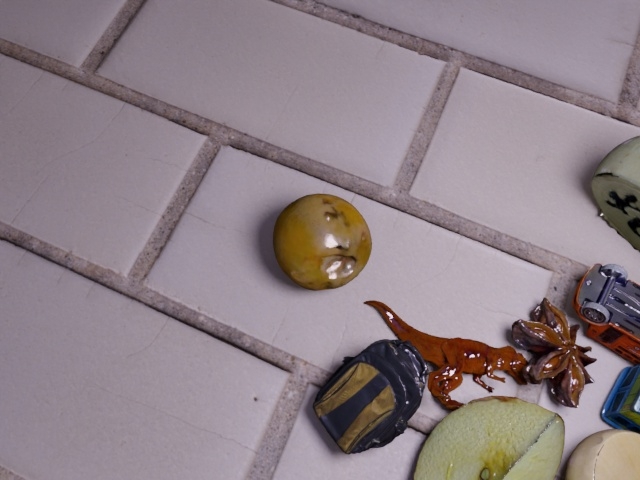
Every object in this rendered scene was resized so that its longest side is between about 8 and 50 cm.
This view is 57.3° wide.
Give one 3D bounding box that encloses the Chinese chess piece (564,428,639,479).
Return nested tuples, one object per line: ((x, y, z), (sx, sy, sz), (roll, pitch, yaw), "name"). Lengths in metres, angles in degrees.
((0.624, 0.519, 1.203), (0.250, 0.097, 0.251), (7, 66, -17), "Chinese chess piece")

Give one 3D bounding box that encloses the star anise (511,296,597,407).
((0.524, 0.260, 1.337), (0.214, 0.099, 0.220), (38, 54, 9), "star anise")

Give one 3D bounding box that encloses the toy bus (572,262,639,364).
((0.726, 0.197, 1.327), (0.329, 0.153, 0.143), (32, 63, 14), "toy bus")

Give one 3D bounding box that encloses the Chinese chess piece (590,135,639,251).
((0.788, -0.078, 1.336), (0.146, 0.349, 0.349), (-43, 73, 1), "Chinese chess piece")

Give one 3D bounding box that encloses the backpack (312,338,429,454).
((0.124, 0.330, 1.286), (0.258, 0.133, 0.206), (-48, 68, 16), "backpack")

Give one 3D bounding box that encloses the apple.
((0.351, 0.476, 1.212), (0.254, 0.179, 0.346), (39, 85, 6), "apple")

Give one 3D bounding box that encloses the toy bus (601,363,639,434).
((0.791, 0.394, 1.231), (0.312, 0.190, 0.152), (33, 72, 14), "toy bus")

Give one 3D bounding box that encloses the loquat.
((0.000, 0.000, 1.399), (0.243, 0.244, 0.244), (0, 68, 1), "loquat")

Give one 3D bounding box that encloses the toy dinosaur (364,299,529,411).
((0.284, 0.277, 1.341), (0.431, 0.097, 0.208), (19, 55, 5), "toy dinosaur")
